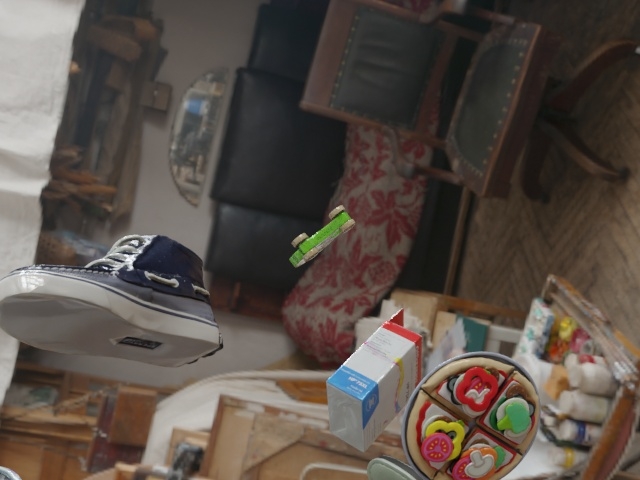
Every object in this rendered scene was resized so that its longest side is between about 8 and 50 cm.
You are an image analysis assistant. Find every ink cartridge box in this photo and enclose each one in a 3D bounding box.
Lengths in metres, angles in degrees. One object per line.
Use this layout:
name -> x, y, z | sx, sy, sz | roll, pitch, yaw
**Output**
ink cartridge box -> 0.111, 0.239, 1.301 | 0.231, 0.078, 0.134 | -39, -42, -38

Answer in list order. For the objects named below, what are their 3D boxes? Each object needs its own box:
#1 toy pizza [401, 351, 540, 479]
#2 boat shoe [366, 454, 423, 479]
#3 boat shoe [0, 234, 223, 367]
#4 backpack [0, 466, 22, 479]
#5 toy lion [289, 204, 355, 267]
toy pizza -> 0.205, 0.245, 0.980 | 0.032, 0.201, 0.201 | -138, 62, -72
boat shoe -> 0.179, 0.432, 1.222 | 0.068, 0.227, 0.081 | -30, -28, -55
boat shoe -> -0.270, 0.058, 0.953 | 0.127, 0.340, 0.158 | -27, 60, 21
backpack -> -0.238, 0.289, 0.482 | 0.225, 0.191, 0.253 | -35, 40, -3
toy lion -> 0.000, 0.000, 1.013 | 0.100, 0.034, 0.096 | -37, -8, -4
